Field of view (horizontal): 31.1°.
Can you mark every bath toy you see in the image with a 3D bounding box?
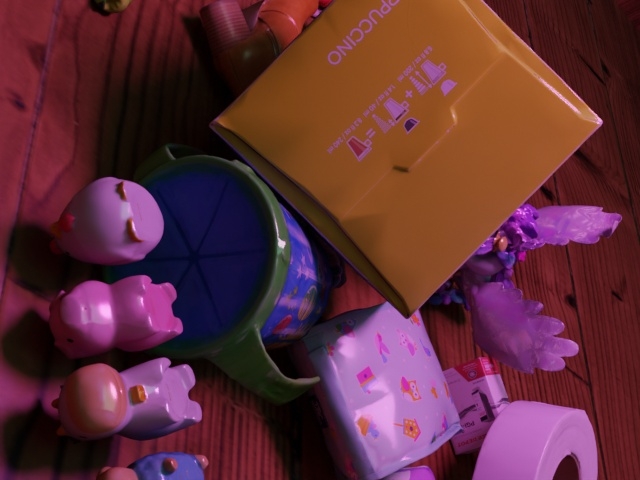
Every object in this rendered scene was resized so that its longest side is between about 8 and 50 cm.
[{"bbox_3d":[-0.223,0.101,1.203,0.151,0.129,0.348,30,44,-60],"label":"bath toy"}]

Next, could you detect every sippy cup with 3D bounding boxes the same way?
[{"bbox_3d":[-0.102,0.037,1.370,0.224,0.240,0.305,24,70,-62],"label":"sippy cup"}]

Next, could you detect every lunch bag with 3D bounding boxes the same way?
[{"bbox_3d":[0.063,0.204,1.549,0.262,0.160,0.223,-7,75,-65],"label":"lunch bag"}]

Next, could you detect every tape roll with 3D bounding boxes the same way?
[{"bbox_3d":[0.331,0.391,1.769,0.286,0.100,0.286,-12,104,-55],"label":"tape roll"}]

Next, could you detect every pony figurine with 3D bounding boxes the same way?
[{"bbox_3d":[0.263,0.019,1.868,0.363,0.351,0.303,40,71,-37],"label":"pony figurine"}]

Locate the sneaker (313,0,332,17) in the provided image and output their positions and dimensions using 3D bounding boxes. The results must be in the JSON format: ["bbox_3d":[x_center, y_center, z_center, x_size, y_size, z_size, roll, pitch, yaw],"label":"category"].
[{"bbox_3d":[0.037,-0.449,2.047,0.279,0.118,0.107,32,42,-43],"label":"sneaker"}]

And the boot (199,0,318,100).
[{"bbox_3d":[-0.066,-0.273,1.785,0.295,0.104,0.211,-25,95,-55],"label":"boot"}]

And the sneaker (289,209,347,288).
[{"bbox_3d":[0.000,0.000,1.718,0.076,0.065,0.166,34,42,-67],"label":"sneaker"}]

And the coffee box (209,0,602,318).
[{"bbox_3d":[0.094,-0.146,1.499,0.338,0.337,0.334,45,0,-4],"label":"coffee box"}]

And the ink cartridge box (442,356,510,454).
[{"bbox_3d":[0.248,0.266,1.849,0.056,0.099,0.135,7,61,-57],"label":"ink cartridge box"}]

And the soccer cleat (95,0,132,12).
[{"bbox_3d":[-0.306,-0.386,1.525,0.179,0.060,0.072,63,19,-15],"label":"soccer cleat"}]

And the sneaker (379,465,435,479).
[{"bbox_3d":[0.178,0.409,1.632,0.282,0.102,0.161,39,35,-36],"label":"sneaker"}]

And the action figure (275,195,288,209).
[{"bbox_3d":[-0.055,-0.067,1.700,0.038,0.030,0.115,37,37,-31],"label":"action figure"}]
